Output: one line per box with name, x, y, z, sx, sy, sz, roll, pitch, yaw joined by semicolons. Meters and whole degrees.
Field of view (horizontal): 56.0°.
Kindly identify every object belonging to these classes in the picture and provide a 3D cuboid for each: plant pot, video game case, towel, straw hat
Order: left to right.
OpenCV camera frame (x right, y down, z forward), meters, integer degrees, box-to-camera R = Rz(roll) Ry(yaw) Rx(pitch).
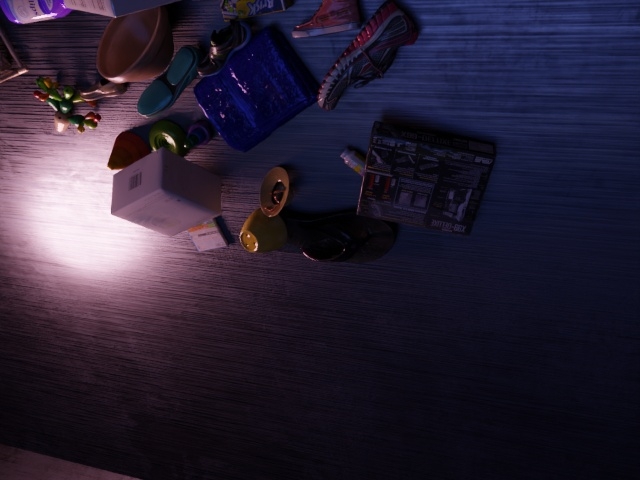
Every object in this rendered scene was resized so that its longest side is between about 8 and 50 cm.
plant pot;-0.455;-0.497;1.546;0.237;0.238;0.109;-18;153;30
video game case;-0.378;-0.043;1.922;0.119;0.015;0.166;-10;119;28
towel;-0.175;-0.380;1.571;0.308;0.076;0.228;-28;110;34
plant pot;-0.177;-0.016;1.740;0.134;0.095;0.134;18;125;28
straw hat;-0.111;-0.133;1.718;0.061;0.145;0.144;13;141;-40

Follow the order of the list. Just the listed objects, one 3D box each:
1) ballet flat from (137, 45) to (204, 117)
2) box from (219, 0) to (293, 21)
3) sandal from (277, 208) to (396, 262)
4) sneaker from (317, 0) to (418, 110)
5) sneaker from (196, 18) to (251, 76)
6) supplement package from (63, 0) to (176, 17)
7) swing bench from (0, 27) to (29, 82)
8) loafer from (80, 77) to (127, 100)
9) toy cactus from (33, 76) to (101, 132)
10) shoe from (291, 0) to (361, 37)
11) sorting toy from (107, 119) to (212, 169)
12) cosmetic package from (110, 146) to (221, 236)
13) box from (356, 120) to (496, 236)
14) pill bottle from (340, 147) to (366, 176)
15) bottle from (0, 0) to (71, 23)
ballet flat;-0.392;-0.418;1.616;0.247;0.087;0.083;-41;83;25
box;-0.155;-0.573;1.444;0.168;0.054;0.059;-1;122;23
sandal;-0.001;0.002;1.744;0.445;0.107;0.168;2;123;21
sneaker;0.099;-0.410;1.415;0.112;0.121;0.299;39;127;-10
sneaker;-0.253;-0.484;1.501;0.188;0.067;0.078;-34;148;34
supplement package;-0.465;-0.640;1.367;0.262;0.199;0.198;26;135;41
swing bench;-1.044;-0.555;1.742;0.254;0.165;0.253;-5;122;31
loafer;-0.625;-0.437;1.725;0.147;0.056;0.050;-6;120;13
toy cactus;-0.764;-0.384;1.796;0.218;0.112;0.180;31;139;-11
shoe;0.010;-0.526;1.412;0.177;0.063;0.081;1;108;27
sorting toy;-0.486;-0.261;1.744;0.365;0.126;0.127;-8;119;27
cosmetic package;-0.445;-0.131;1.746;0.223;0.138;0.224;-20;153;32
box;0.262;-0.152;1.528;0.307;0.077;0.243;11;127;4
pill bottle;0.094;-0.211;1.602;0.083;0.043;0.043;37;128;-5
bottle;-0.714;-0.647;1.588;0.282;0.092;0.118;1;122;21
